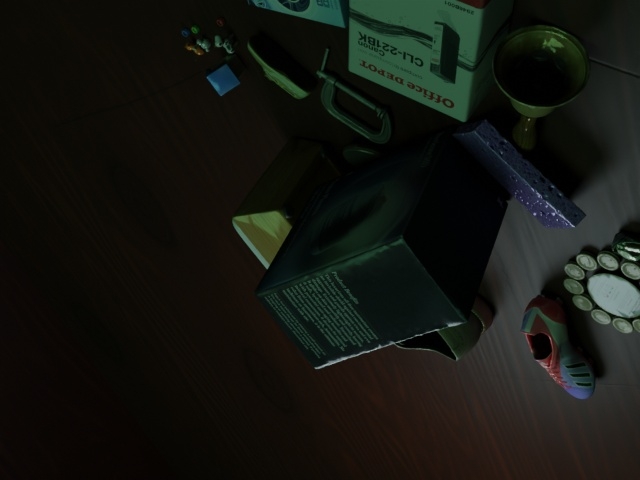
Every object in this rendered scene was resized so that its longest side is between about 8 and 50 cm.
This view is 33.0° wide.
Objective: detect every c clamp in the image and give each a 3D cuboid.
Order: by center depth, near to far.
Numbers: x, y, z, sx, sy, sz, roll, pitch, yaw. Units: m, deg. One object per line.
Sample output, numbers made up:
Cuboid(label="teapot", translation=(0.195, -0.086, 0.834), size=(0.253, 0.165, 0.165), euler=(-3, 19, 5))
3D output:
Cuboid(label="c clamp", translation=(0.055, -0.224, 1.758), size=(0.160, 0.022, 0.137), euler=(37, 150, 5))

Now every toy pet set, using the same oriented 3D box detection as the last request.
Cuboid(label="toy pet set", translation=(-0.191, -0.312, 1.867), size=(0.122, 0.065, 0.114), euler=(-3, 130, 51))

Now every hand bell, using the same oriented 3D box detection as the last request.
Cuboid(label="hand bell", translation=(0.294, -0.178, 1.504), size=(0.126, 0.126, 0.242), euler=(30, 162, 16))

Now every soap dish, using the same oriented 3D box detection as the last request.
Cuboid(label="soap dish", translation=(0.000, -0.013, 1.912), size=(0.118, 0.229, 0.291), euler=(-17, 120, 43))

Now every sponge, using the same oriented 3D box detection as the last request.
Cuboid(label="sponge", translation=(0.293, -0.098, 1.612), size=(0.210, 0.031, 0.117), euler=(43, 176, -7))

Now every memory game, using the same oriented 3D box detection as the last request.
Cuboid(label="memory game", translation=(0.473, 0.083, 1.725), size=(0.186, 0.012, 0.186), euler=(28, 148, 19))

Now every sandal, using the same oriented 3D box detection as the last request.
Cuboid(label="sandal", translation=(0.118, -0.080, 1.845), size=(0.219, 0.060, 0.090), euler=(48, 149, -16))

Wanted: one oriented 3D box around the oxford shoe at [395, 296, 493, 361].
Cuboid(label="oxford shoe", translation=(0.142, 0.124, 2.028), size=(0.348, 0.130, 0.123), euler=(16, 143, 34))

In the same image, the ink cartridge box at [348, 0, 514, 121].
Cuboid(label="ink cartridge box", translation=(0.146, -0.315, 1.437), size=(0.197, 0.114, 0.273), euler=(27, 149, 19))

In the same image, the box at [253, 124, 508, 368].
Cuboid(label="box", translation=(0.099, 0.009, 1.682), size=(0.294, 0.296, 0.183), euler=(-22, 117, 36))

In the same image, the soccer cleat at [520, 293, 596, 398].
Cuboid(label="soccer cleat", translation=(0.407, 0.202, 1.875), size=(0.083, 0.095, 0.248), euler=(8, 138, 42))

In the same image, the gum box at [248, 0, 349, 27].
Cuboid(label="gum box", translation=(-0.042, -0.405, 1.598), size=(0.184, 0.041, 0.157), euler=(21, 146, 30))

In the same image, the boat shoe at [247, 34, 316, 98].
Cuboid(label="boat shoe", translation=(-0.071, -0.283, 1.789), size=(0.135, 0.050, 0.045), euler=(42, 145, -6))

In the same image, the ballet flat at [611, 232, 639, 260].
Cuboid(label="ballet flat", translation=(0.482, 0.018, 1.596), size=(0.114, 0.041, 0.041), euler=(13, 141, 37))
